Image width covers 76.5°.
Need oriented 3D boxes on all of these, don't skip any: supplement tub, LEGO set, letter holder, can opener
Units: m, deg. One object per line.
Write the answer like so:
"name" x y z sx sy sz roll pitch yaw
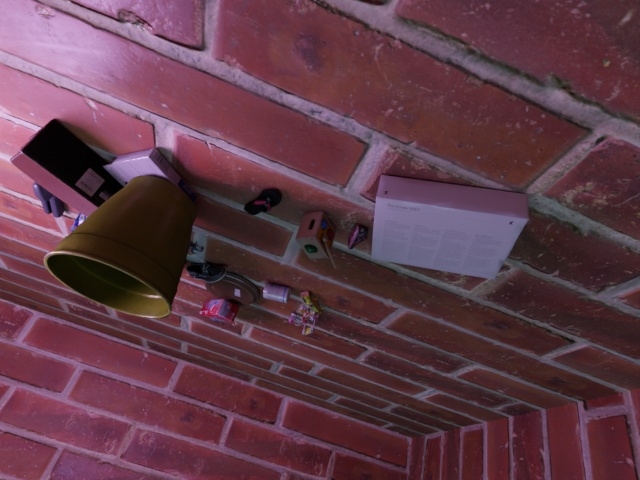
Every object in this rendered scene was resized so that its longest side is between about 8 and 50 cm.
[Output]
"supplement tub" -0.186 0.226 1.748 0.107 0.071 0.071 12 145 7
"LEGO set" -0.061 0.340 1.820 0.132 0.107 0.287 19 146 -4
"letter holder" -0.834 -0.210 1.347 0.214 0.152 0.302 -10 137 36
"can opener" -1.052 -0.161 1.552 0.076 0.095 0.283 25 144 -11

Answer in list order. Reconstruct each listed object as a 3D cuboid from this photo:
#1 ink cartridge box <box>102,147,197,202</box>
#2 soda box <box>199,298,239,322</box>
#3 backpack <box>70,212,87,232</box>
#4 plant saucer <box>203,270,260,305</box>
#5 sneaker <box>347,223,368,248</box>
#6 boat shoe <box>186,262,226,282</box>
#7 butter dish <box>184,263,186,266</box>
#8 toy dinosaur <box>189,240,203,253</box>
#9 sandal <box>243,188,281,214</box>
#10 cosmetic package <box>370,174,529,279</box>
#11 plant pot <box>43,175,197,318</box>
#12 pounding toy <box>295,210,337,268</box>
"ink cartridge box" -0.558 -0.195 1.339 0.223 0.045 0.223 -3 141 27
"soda box" -0.495 0.343 1.980 0.092 0.084 0.263 33 156 -26
"backpack" -0.876 -0.064 1.560 0.116 0.158 0.173 13 143 -7
"plant saucer" -0.416 0.226 1.874 0.277 0.041 0.278 11 144 8
"sneaker" 0.123 -0.005 1.325 0.057 0.047 0.119 9 148 -9
"boat shoe" -0.495 0.133 1.747 0.206 0.075 0.065 -2 144 33
"butter dish" -0.684 0.095 1.734 0.159 0.118 0.160 6 144 13
"toy dinosaur" -0.518 0.020 1.649 0.082 0.047 0.090 35 176 -38
"sandal" -0.188 -0.112 1.303 0.067 0.040 0.179 37 141 -26
"cosmetic package" 0.340 -0.031 1.146 0.377 0.098 0.284 10 147 10
"plant pot" -0.566 0.000 1.263 0.366 0.353 0.366 11 146 7
"pounding toy" 0.000 0.000 1.292 0.100 0.141 0.130 -5 140 28
